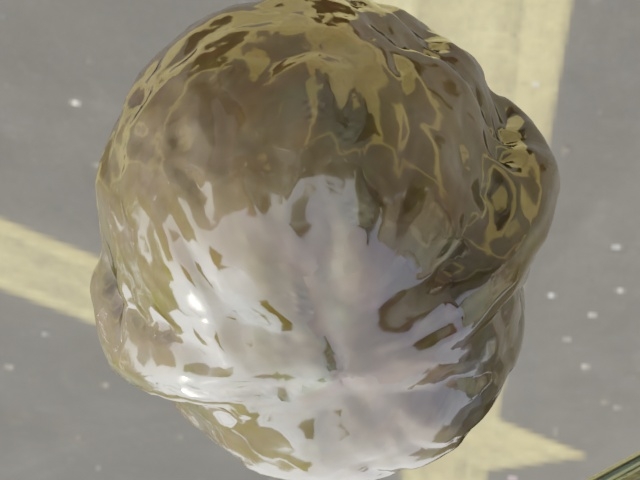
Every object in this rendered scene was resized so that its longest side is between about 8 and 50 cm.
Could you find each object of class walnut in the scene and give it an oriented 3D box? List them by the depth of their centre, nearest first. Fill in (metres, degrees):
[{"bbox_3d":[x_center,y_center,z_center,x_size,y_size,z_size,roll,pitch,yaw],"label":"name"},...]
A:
[{"bbox_3d":[-0.002,0.000,0.696,0.248,0.248,0.248,6,156,3],"label":"walnut"}]

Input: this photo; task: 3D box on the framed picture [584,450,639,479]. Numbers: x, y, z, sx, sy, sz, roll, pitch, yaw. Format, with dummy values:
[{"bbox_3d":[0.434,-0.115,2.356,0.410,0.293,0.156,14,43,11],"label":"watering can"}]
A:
[{"bbox_3d":[0.324,0.318,1.398,0.296,0.232,0.019,-20,128,-30],"label":"framed picture"}]
